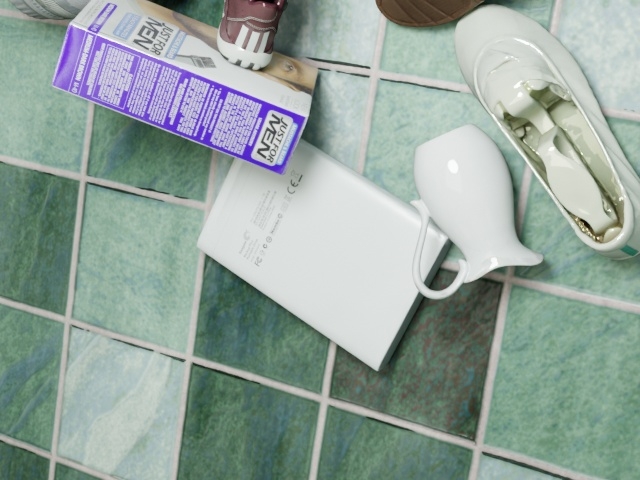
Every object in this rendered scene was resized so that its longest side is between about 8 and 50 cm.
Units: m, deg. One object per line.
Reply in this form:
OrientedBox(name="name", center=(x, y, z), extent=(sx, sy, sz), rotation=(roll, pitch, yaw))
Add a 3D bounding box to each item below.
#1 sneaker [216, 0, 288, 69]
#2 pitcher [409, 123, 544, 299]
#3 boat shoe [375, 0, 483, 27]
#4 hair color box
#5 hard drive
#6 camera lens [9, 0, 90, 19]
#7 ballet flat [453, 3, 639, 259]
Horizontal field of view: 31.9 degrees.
OrientedBox(name="sneaker", center=(-0.076, -0.384, 1.549), extent=(0.162, 0.106, 0.281), rotation=(122, 151, -50))
OrientedBox(name="pitcher", center=(0.183, -0.037, 1.510), extent=(0.177, 0.125, 0.207), rotation=(-23, 90, -6))
OrientedBox(name="boat shoe", center=(0.192, -0.361, 1.512), extent=(0.257, 0.095, 0.095), rotation=(-7, 130, 42))
OrientedBox(name="hair color box", center=(-0.181, -0.229, 1.569), extent=(0.338, 0.185, 0.110), rotation=(22, 119, -8))
OrientedBox(name="hard drive", center=(0.000, 0.000, 1.664), extent=(0.353, 0.047, 0.233), rotation=(33, 109, 21))
OrientedBox(name="camera lens", center=(-0.335, -0.456, 1.684), extent=(0.274, 0.219, 0.219), rotation=(-7, 93, 27))
OrientedBox(name="ballet flat", center=(0.296, -0.149, 1.451), extent=(0.139, 0.139, 0.400), rotation=(-38, 78, 25))
